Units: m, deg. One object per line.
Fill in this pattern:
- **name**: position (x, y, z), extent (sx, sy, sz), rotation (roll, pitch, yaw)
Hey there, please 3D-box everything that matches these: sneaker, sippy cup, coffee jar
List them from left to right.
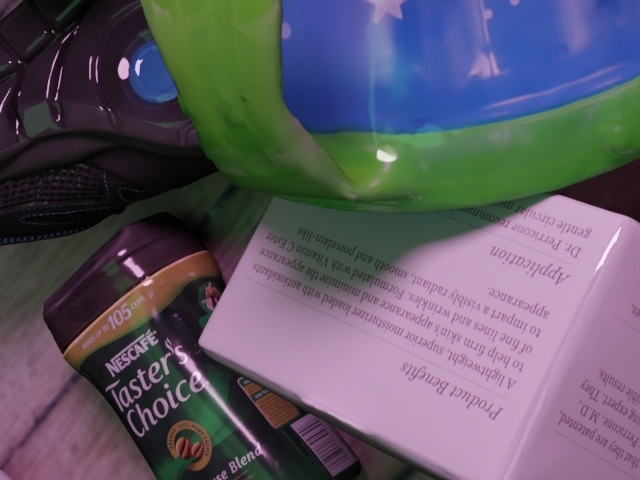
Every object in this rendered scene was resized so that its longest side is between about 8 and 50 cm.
- **sneaker**: position (-0.111, -0.076, 1.042), extent (0.341, 0.139, 0.125), rotation (-11, 72, 14)
- **coffee jar**: position (-0.067, 0.080, 1.069), extent (0.096, 0.079, 0.184), rotation (-42, 80, 31)
- **sippy cup**: position (0.041, -0.162, 0.785), extent (0.240, 0.305, 0.224), rotation (-12, 120, -1)

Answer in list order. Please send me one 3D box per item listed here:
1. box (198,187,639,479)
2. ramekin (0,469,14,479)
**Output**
- **box**: position (0.082, 0.051, 0.836), extent (0.181, 0.182, 0.119), rotation (23, 83, 45)
- **ramekin**: position (-0.258, 0.243, 1.194), extent (0.273, 0.127, 0.273), rotation (7, 105, 28)
